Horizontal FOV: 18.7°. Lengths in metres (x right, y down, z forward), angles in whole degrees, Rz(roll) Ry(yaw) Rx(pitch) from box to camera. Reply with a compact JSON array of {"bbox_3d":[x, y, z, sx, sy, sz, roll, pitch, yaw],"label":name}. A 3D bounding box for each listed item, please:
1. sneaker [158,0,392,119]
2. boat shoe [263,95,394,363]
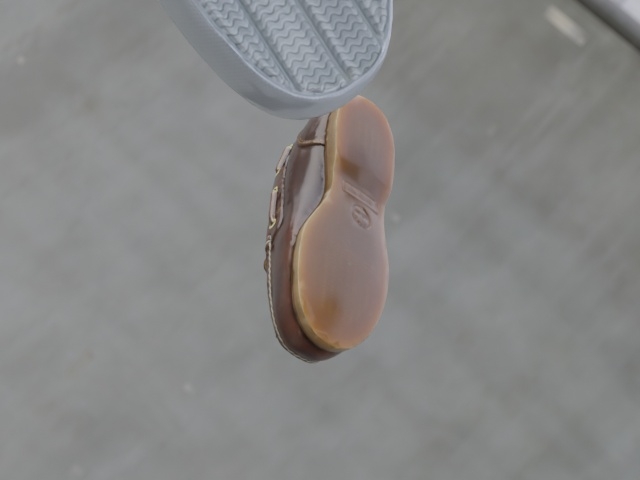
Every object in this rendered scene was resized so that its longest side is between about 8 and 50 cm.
[{"bbox_3d":[-0.057,-0.153,0.721,0.258,0.094,0.091,62,-21,9],"label":"sneaker"},{"bbox_3d":[0.000,0.000,1.211,0.073,0.073,0.207,40,38,-24],"label":"boat shoe"}]
